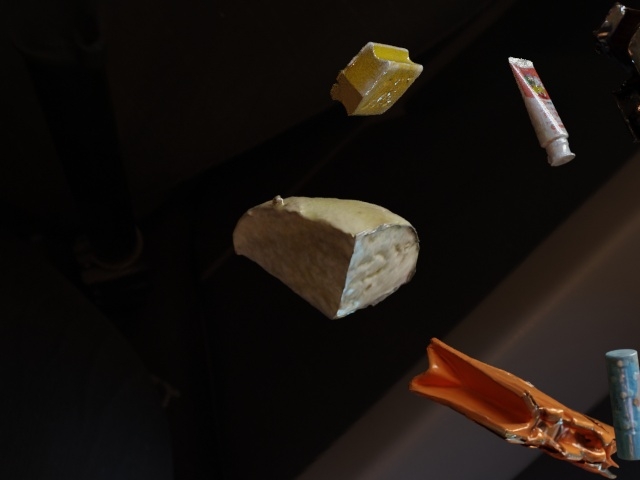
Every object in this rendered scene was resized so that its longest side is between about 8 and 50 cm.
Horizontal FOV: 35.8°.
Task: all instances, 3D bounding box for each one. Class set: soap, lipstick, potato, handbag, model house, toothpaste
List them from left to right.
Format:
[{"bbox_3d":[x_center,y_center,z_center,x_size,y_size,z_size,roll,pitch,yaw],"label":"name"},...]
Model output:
[{"bbox_3d":[0.015,-0.025,1.625,0.189,0.264,0.211,-35,146,-38],"label":"potato"},{"bbox_3d":[0.106,-0.311,1.928,0.140,0.073,0.232,-48,169,20],"label":"soap"},{"bbox_3d":[0.391,0.336,1.939,0.410,0.303,0.116,27,90,-41],"label":"handbag"},{"bbox_3d":[0.445,-0.264,2.004,0.089,0.234,0.057,-2,156,-47],"label":"toothpaste"},{"bbox_3d":[0.455,0.243,1.469,0.048,0.048,0.157,-10,95,-22],"label":"lipstick"},{"bbox_3d":[0.436,-0.217,1.259,0.141,0.164,0.203,-25,101,5],"label":"model house"}]
